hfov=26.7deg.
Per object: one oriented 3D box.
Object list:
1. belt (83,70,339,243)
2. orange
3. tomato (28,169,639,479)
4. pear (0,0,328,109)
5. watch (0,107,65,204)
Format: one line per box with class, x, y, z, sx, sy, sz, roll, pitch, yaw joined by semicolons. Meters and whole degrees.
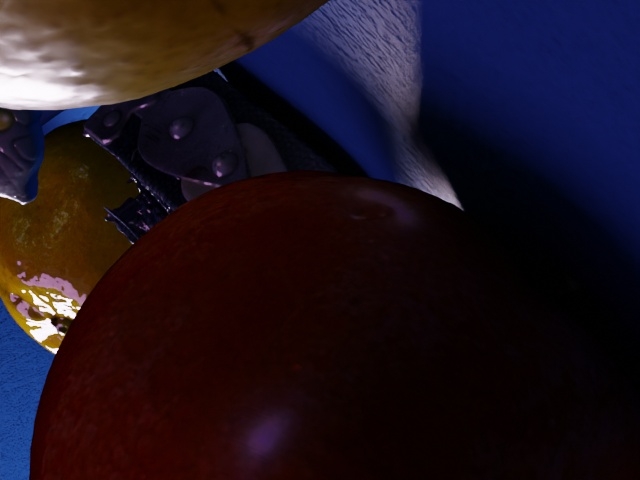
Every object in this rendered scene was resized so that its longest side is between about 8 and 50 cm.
belt;-0.060;-0.023;0.889;0.218;0.128;0.122;39;172;42
orange;-0.225;0.009;1.440;0.279;0.235;0.279;30;152;18
tomato;0.022;0.136;0.648;0.293;0.290;0.325;34;160;43
pear;-0.157;-0.176;0.508;0.340;0.191;0.386;45;173;7
watch;-0.335;-0.179;1.342;0.305;0.241;0.274;61;-174;-2
